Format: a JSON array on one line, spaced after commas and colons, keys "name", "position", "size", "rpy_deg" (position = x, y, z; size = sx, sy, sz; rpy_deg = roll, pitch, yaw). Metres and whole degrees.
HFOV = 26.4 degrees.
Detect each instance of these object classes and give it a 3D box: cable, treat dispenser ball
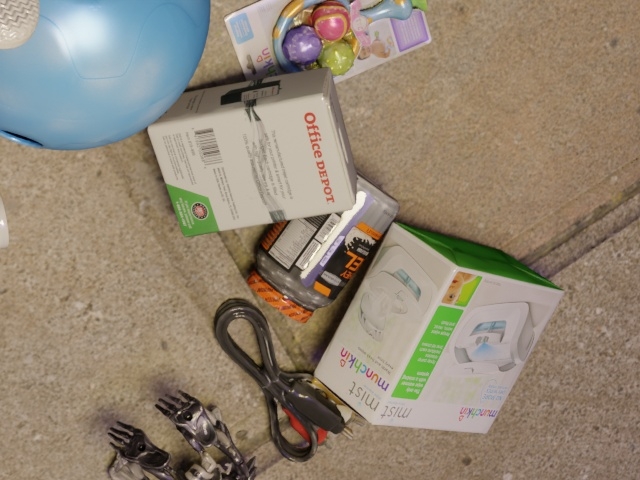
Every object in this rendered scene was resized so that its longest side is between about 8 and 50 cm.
[{"name": "cable", "position": [-0.053, 0.187, 1.791], "size": [0.139, 0.072, 0.287], "rpy_deg": [-40, 113, 16]}, {"name": "treat dispenser ball", "position": [-0.252, -0.232, 1.339], "size": [0.288, 0.288, 0.288], "rpy_deg": [-11, 117, -21]}]

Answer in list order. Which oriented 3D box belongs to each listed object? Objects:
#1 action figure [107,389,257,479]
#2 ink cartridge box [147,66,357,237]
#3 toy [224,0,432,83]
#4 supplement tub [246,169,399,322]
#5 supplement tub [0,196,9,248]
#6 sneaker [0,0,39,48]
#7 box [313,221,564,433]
[{"name": "action figure", "position": [-0.172, 0.279, 1.716], "size": [0.164, 0.141, 0.275], "rpy_deg": [-38, 150, -15]}, {"name": "ink cartridge box", "position": [-0.072, -0.100, 1.557], "size": [0.208, 0.087, 0.153], "rpy_deg": [-8, 120, 11]}, {"name": "toy", "position": [0.020, -0.244, 1.605], "size": [0.237, 0.056, 0.137], "rpy_deg": [-27, 121, -13]}, {"name": "supplement tub", "position": [0.000, 0.000, 1.674], "size": [0.117, 0.117, 0.190], "rpy_deg": [32, 98, -33]}, {"name": "supplement tub", "position": [-0.403, -0.015, 1.499], "size": [0.107, 0.071, 0.071], "rpy_deg": [-12, 118, -21]}, {"name": "sneaker", "position": [-0.351, -0.224, 1.176], "size": [0.101, 0.268, 0.153], "rpy_deg": [-39, 163, -39]}, {"name": "box", "position": [0.154, 0.119, 1.764], "size": [0.262, 0.127, 0.231], "rpy_deg": [14, 107, -49]}]
